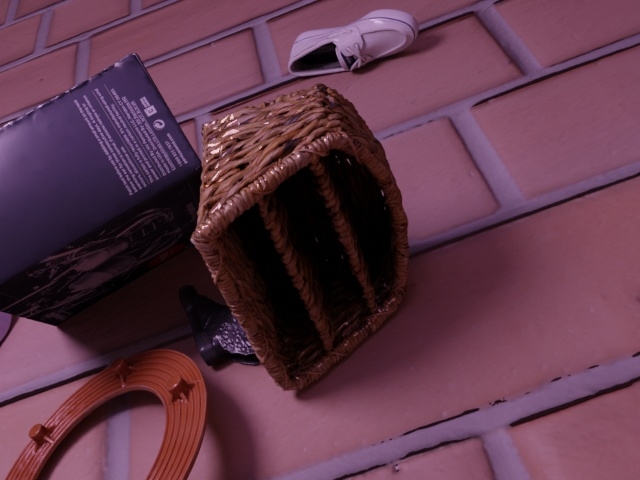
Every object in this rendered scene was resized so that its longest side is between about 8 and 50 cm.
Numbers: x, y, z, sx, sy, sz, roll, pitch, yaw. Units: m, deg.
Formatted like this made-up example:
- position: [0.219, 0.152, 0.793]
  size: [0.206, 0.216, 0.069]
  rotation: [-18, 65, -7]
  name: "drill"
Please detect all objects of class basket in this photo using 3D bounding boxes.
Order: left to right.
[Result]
- position: [0.000, 0.000, 0.898]
  size: [0.213, 0.299, 0.223]
  rotation: [-16, 40, 7]
  name: "basket"

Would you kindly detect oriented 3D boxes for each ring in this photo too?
- position: [-0.274, 0.262, 0.890]
  size: [0.336, 0.032, 0.336]
  rotation: [-26, 33, 18]
  name: "ring"

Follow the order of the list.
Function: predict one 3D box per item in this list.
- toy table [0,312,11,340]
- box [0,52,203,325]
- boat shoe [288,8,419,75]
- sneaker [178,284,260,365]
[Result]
- position: [-0.630, 0.106, 1.125]
  size: [0.161, 0.274, 0.252]
  rotation: [-7, 64, 30]
  name: "toy table"
- position: [-0.318, -0.046, 1.043]
  size: [0.312, 0.343, 0.179]
  rotation: [-31, 82, -8]
  name: "box"
- position: [0.058, -0.352, 1.403]
  size: [0.258, 0.095, 0.084]
  rotation: [-9, 47, 32]
  name: "boat shoe"
- position: [-0.132, 0.110, 1.034]
  size: [0.089, 0.051, 0.170]
  rotation: [-27, 46, -3]
  name: "sneaker"
